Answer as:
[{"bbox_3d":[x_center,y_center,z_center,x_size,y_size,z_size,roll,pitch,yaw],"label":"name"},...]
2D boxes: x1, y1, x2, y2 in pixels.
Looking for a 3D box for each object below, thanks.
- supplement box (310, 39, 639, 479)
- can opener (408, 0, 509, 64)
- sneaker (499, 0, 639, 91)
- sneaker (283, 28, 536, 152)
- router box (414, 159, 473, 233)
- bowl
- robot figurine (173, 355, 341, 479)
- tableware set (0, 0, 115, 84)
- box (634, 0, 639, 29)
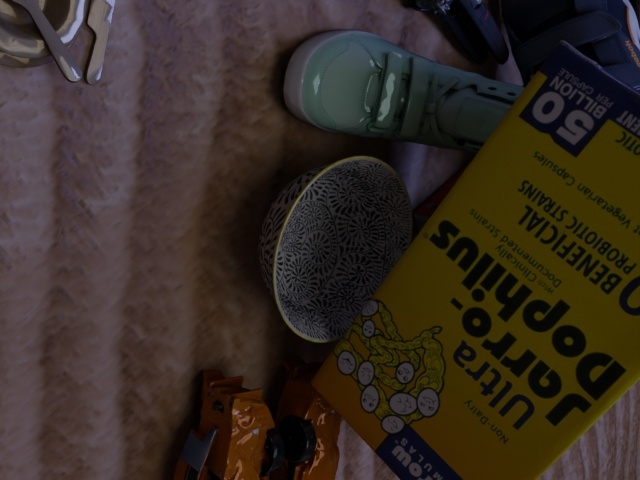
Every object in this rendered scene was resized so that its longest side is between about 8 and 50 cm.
[{"bbox_3d":[0.191,0.048,0.569,0.195,0.194,0.356,-6,134,-57],"label":"supplement box"},{"bbox_3d":[0.148,-0.232,0.665,0.186,0.059,0.073,31,83,-45],"label":"can opener"},{"bbox_3d":[0.281,-0.166,0.688,0.321,0.126,0.127,60,38,-5],"label":"sneaker"},{"bbox_3d":[0.099,-0.130,0.593,0.256,0.151,0.094,-4,110,-42],"label":"sneaker"},{"bbox_3d":[0.279,0.018,0.873,0.301,0.082,0.335,-41,130,-25],"label":"router box"},{"bbox_3d":[0.000,0.000,0.600,0.170,0.080,0.170,-17,117,-38],"label":"bowl"},{"bbox_3d":[-0.065,0.266,0.641,0.211,0.085,0.291,1,104,-44],"label":"robot figurine"},{"bbox_3d":[-0.166,-0.200,0.390,0.128,0.039,0.194,7,101,-45],"label":"tableware set"},{"bbox_3d":[0.451,-0.279,0.898,0.186,0.038,0.145,-61,144,-50],"label":"box"}]
